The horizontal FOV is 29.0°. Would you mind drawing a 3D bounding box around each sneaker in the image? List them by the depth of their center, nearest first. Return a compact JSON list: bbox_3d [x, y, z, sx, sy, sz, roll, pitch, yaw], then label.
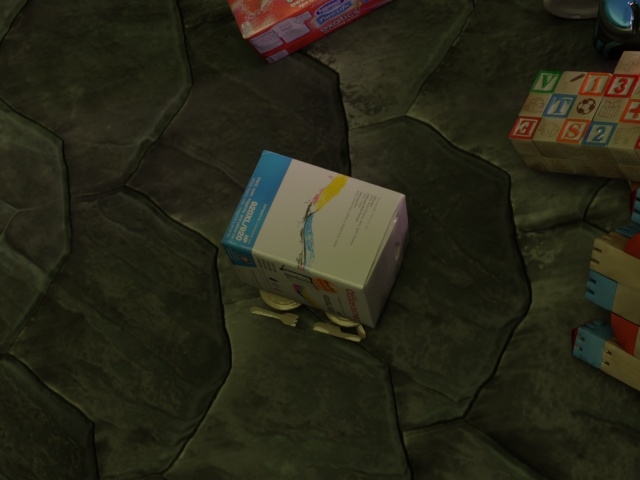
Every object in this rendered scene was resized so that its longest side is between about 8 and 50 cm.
[{"bbox_3d":[0.547,-0.388,1.851,0.340,0.140,0.125,-28,75,-9],"label":"sneaker"}]

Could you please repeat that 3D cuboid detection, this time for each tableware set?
[{"bbox_3d":[-0.003,0.088,1.966,0.194,0.039,0.128,15,71,14],"label":"tableware set"}]

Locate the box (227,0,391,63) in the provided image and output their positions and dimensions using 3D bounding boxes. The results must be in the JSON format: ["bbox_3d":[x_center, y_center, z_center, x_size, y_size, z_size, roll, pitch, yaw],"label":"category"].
[{"bbox_3d":[-0.015,-0.414,2.027,0.256,0.128,0.123,-26,72,11],"label":"box"}]

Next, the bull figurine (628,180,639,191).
[{"bbox_3d":[0.597,-0.101,1.788,0.310,0.101,0.188,-33,67,6],"label":"bull figurine"}]

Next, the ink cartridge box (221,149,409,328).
[{"bbox_3d":[0.000,0.000,1.885,0.232,0.171,0.168,18,70,16],"label":"ink cartridge box"}]

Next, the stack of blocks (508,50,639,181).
[{"bbox_3d":[0.443,-0.182,1.792,0.297,0.087,0.171,9,64,42],"label":"stack of blocks"}]

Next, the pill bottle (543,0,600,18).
[{"bbox_3d":[0.405,-0.460,1.911,0.119,0.119,0.209,0,77,17],"label":"pill bottle"}]

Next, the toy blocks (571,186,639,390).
[{"bbox_3d":[0.487,0.069,1.707,0.261,0.190,0.382,30,125,39],"label":"toy blocks"}]
